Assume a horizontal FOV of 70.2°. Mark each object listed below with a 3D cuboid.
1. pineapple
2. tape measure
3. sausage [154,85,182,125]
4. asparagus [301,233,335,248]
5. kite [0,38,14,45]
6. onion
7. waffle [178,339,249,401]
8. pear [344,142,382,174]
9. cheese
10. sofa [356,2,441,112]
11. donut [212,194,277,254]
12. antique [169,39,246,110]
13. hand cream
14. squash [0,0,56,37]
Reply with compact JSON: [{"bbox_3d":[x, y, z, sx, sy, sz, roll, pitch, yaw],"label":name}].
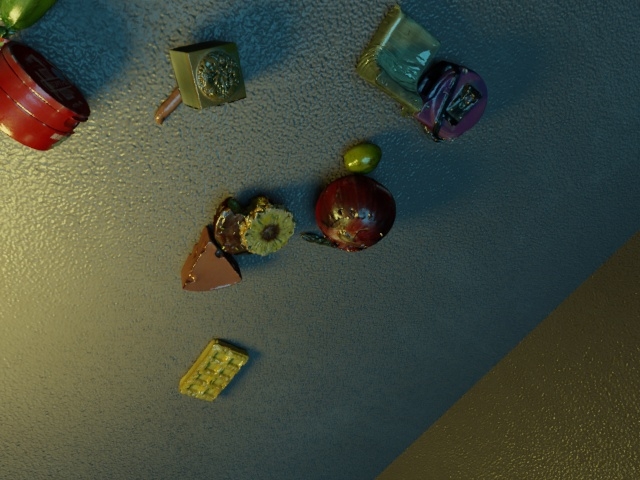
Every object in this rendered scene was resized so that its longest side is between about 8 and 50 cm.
[{"bbox_3d":[-0.166,-0.030,1.475,0.221,0.047,0.221,-20,134,-22],"label":"pineapple"},{"bbox_3d":[0.419,-0.449,1.497,0.231,0.149,0.245,22,110,-29],"label":"tape measure"},{"bbox_3d":[-0.412,-0.389,1.280,0.158,0.036,0.042,-45,117,10],"label":"sausage"},{"bbox_3d":[0.000,0.000,1.683,0.165,0.030,0.036,15,138,-30],"label":"asparagus"},{"bbox_3d":[-0.830,-0.478,1.077,0.183,0.014,0.241,5,118,-27],"label":"kite"},{"bbox_3d":[0.115,-0.098,1.543,0.276,0.276,0.276,-10,123,-16],"label":"onion"},{"bbox_3d":[-0.426,0.518,1.817,0.168,0.057,0.274,31,105,-32],"label":"waffle"},{"bbox_3d":[0.143,-0.273,1.525,0.131,0.107,0.107,-13,124,-5],"label":"pear"},{"bbox_3d":[-0.390,0.089,1.525,0.177,0.128,0.203,-33,127,0],"label":"cheese"},{"bbox_3d":[0.251,-0.539,1.360,0.210,0.176,0.225,25,109,-31],"label":"sofa"},{"bbox_3d":[-0.246,-0.057,1.504,0.230,0.096,0.216,-22,134,-18],"label":"donut"},{"bbox_3d":[-0.293,-0.437,1.208,0.146,0.148,0.152,-28,126,-30],"label":"antique"},{"bbox_3d":[-0.691,-0.339,1.089,0.149,0.230,0.230,-36,126,4],"label":"hand cream"},{"bbox_3d":[-0.615,-0.610,1.029,0.378,0.101,0.101,-44,125,10],"label":"squash"}]
